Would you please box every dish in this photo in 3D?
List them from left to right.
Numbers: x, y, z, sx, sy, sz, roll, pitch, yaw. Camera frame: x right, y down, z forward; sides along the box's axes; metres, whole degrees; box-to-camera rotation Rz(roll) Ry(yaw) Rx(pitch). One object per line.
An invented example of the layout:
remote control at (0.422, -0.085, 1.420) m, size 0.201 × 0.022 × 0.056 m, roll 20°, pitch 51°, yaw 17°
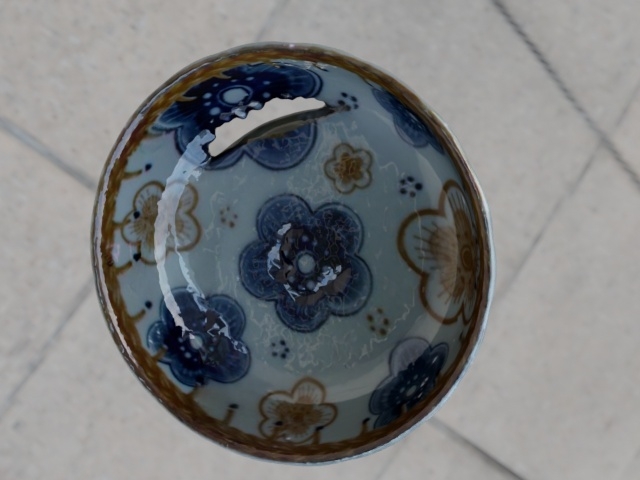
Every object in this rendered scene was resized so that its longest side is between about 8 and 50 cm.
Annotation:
dish at (0.000, 0.000, 0.626) m, size 0.141 × 0.141 × 0.078 m, roll -67°, pitch 166°, yaw 15°
